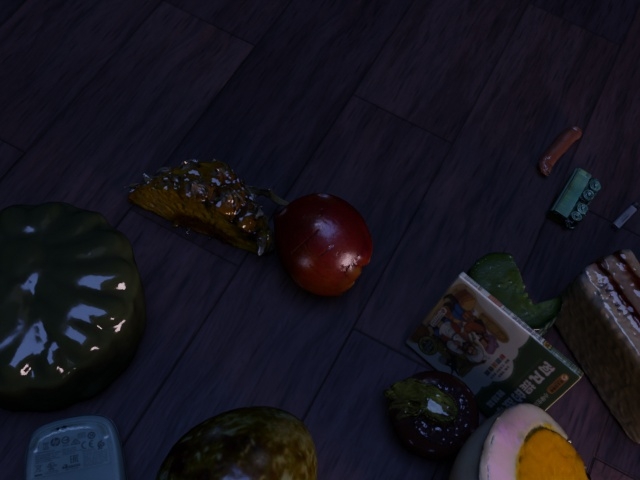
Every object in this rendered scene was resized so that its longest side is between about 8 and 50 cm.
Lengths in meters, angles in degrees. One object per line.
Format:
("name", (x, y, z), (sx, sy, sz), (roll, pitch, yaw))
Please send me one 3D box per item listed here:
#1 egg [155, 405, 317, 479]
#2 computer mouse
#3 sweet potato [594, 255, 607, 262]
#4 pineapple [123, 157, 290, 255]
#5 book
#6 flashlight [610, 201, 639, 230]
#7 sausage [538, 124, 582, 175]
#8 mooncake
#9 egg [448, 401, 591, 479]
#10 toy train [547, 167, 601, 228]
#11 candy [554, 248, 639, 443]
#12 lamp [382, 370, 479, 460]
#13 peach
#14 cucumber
("egg", (-0.124, 0.380, 1.173), (0.238, 0.238, 0.289), (38, 55, 12))
("computer mouse", (-0.385, 0.422, 1.198), (0.160, 0.097, 0.288), (-10, 54, -11))
("sweet potato", (0.568, 0.063, 1.540), (0.034, 0.034, 0.095), (37, 66, 11))
("pineapple", (-0.198, -0.097, 1.453), (0.335, 0.161, 0.158), (27, 61, 9))
("book", (0.301, 0.207, 1.344), (0.264, 0.202, 0.027), (41, 39, 13))
("flashlight", (0.656, -0.052, 1.618), (0.083, 0.018, 0.018), (-39, 74, -23))
("sausage", (0.527, -0.202, 1.668), (0.042, 0.036, 0.158), (18, 55, 42))
("mooncake", (-0.482, 0.106, 1.291), (0.356, 0.194, 0.356), (3, 64, -7))
("egg", (0.311, 0.415, 1.253), (0.264, 0.174, 0.286), (52, 47, -9))
("toy train", (0.545, -0.087, 1.611), (0.071, 0.038, 0.148), (31, 64, 12))
("candy", (0.574, 0.197, 1.392), (0.135, 0.179, 0.320), (-20, 68, -19))
("lamp", (0.202, 0.301, 1.313), (0.157, 0.135, 0.156), (-16, 67, -17))
("peach", (0.000, 0.000, 1.410), (0.197, 0.197, 0.197), (3, 63, -6))
("cucumber", (0.341, 0.129, 1.432), (0.191, 0.130, 0.191), (5, 56, -7))
